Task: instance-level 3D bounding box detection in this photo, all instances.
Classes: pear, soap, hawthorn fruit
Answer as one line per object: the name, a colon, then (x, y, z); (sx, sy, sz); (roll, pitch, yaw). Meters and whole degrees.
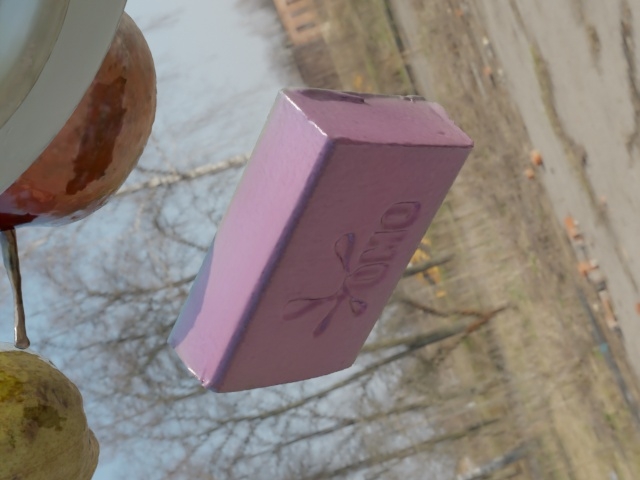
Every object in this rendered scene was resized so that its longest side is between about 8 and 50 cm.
pear: (-0.316, 0.191, 0.967); (0.228, 0.211, 0.188); (-159, 60, -72)
soap: (0.001, 0.001, 0.870); (0.181, 0.259, 0.081); (-3, -141, -46)
hawthorn fruit: (-0.272, -0.112, 0.880); (0.231, 0.263, 0.235); (47, 175, -41)

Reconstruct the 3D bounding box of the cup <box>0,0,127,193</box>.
cup: (-0.189, -0.110, 0.313); (0.163, 0.347, 0.347); (37, 164, 35)
